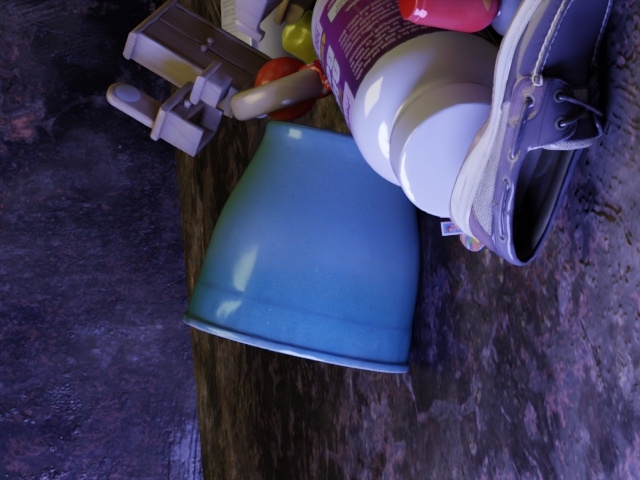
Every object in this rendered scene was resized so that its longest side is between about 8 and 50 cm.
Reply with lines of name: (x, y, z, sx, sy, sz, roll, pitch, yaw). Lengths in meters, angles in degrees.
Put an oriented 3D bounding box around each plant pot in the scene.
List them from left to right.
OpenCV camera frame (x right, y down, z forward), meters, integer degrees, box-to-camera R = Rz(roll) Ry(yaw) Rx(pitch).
plant pot: (0.000, 0.000, 1.859, 0.271, 0.272, 0.255, -162, 85, -76)

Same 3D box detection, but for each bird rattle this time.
bird rattle: (-0.010, -0.191, 1.977, 0.253, 0.207, 0.143, -114, 1, -73)

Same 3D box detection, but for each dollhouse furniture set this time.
dollhouse furniture set: (-0.120, -0.340, 2.018, 0.303, 0.174, 0.355, -52, -10, -47)

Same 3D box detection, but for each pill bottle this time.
pill bottle: (0.099, -0.153, 1.559, 0.301, 0.169, 0.169, -111, 23, -54)

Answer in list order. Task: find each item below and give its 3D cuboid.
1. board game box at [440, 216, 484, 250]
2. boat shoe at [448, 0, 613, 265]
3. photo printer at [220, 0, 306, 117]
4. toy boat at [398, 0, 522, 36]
board game box: (0.145, -0.073, 1.673, 0.133, 0.033, 0.168, 124, 141, -68)
boat shoe: (0.195, -0.106, 1.344, 0.092, 0.103, 0.285, 45, 129, 35)
photo printer: (-0.087, -0.341, 2.425, 0.256, 0.107, 0.307, -164, 72, -76)
toy boat: (0.172, -0.314, 1.339, 0.267, 0.148, 0.318, -116, 34, -48)
